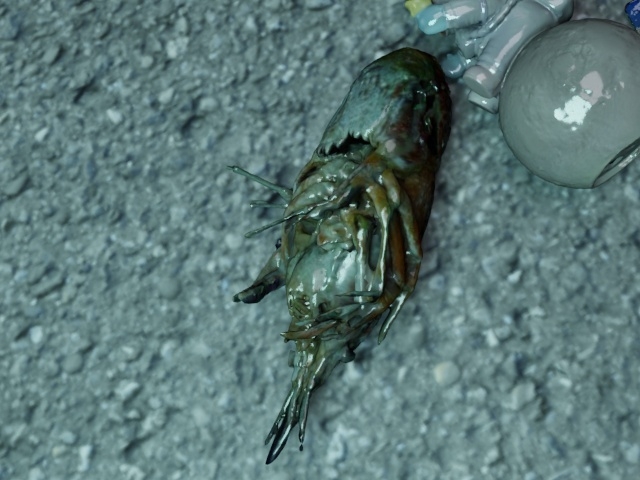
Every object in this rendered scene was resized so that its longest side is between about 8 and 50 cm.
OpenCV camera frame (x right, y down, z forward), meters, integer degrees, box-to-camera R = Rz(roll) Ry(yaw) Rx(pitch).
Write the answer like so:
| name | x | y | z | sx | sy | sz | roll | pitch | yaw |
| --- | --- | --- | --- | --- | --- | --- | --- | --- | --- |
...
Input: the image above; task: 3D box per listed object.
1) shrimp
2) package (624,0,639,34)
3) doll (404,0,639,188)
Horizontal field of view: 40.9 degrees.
| name | x | y | z | sx | sy | sz | roll | pitch | yaw |
| --- | --- | --- | --- | --- | --- | --- | --- | --- | --- |
| shrimp | 0.001 | -0.002 | 0.737 | 0.172 | 0.137 | 0.372 | 19 | 72 | 35 |
| package | 0.394 | -0.180 | 0.786 | 0.171 | 0.027 | 0.173 | -22 | 71 | 3 |
| doll | 0.174 | -0.178 | 0.753 | 0.151 | 0.151 | 0.287 | -37 | 72 | -4 |
